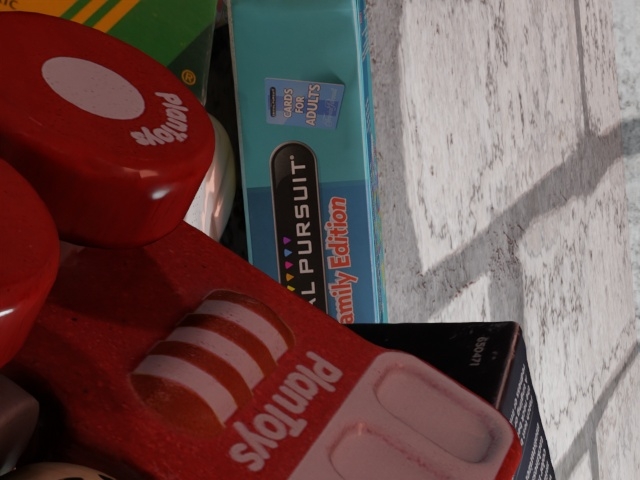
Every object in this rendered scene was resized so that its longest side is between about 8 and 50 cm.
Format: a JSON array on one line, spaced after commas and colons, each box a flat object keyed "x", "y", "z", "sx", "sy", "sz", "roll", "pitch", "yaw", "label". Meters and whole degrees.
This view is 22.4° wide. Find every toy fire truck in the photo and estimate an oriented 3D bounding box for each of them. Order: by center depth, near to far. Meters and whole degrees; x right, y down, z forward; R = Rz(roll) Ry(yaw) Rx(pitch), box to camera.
[{"x": -0.069, "y": 0.072, "z": 0.522, "sx": 0.169, "sy": 0.254, "sz": 0.302, "roll": -62, "pitch": 174, "yaw": 25, "label": "toy fire truck"}]

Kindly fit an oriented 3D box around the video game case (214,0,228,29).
[{"x": -0.108, "y": -0.232, "z": 0.998, "sx": 0.206, "sy": 0.026, "sz": 0.227, "roll": -41, "pitch": 126, "yaw": -62, "label": "video game case"}]

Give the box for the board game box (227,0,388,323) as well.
[{"x": 0.000, "y": 0.000, "z": 1.073, "sx": 0.254, "sy": 0.079, "sz": 0.336, "roll": -72, "pitch": 159, "yaw": -80, "label": "board game box"}]

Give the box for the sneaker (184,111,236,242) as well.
[{"x": -0.105, "y": 0.030, "z": 0.929, "sx": 0.115, "sy": 0.090, "sz": 0.232, "roll": 11, "pitch": 69, "yaw": -61, "label": "sneaker"}]

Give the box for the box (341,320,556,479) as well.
[{"x": -0.031, "y": 0.202, "z": 0.803, "sx": 0.183, "sy": 0.296, "sz": 0.294, "roll": -66, "pitch": 148, "yaw": -47, "label": "box"}]

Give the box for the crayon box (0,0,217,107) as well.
[{"x": -0.137, "y": -0.202, "z": 0.694, "sx": 0.202, "sy": 0.081, "sz": 0.319, "roll": 23, "pitch": 53, "yaw": -28, "label": "crayon box"}]
